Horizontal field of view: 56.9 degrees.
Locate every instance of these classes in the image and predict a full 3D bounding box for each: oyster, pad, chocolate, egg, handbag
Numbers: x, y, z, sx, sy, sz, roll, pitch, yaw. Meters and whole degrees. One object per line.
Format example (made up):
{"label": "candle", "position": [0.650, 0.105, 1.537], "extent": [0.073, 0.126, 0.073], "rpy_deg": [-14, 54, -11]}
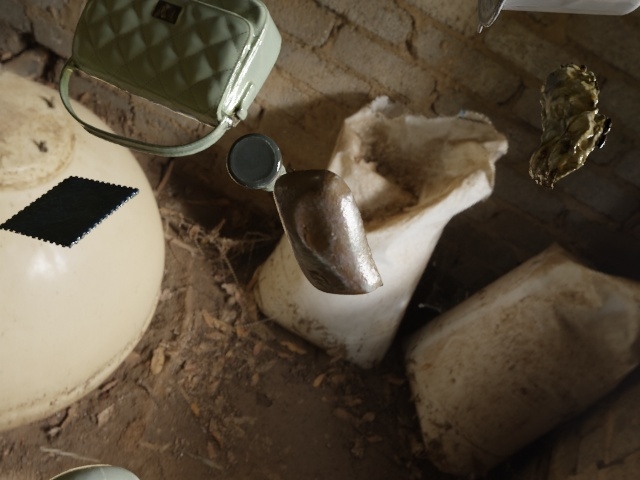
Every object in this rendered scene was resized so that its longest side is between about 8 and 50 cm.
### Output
{"label": "oyster", "position": [0.358, -0.192, 0.886], "extent": [0.078, 0.129, 0.345], "rpy_deg": [27, 42, -2]}
{"label": "pad", "position": [-0.652, -0.084, 1.540], "extent": [0.269, 0.012, 0.269], "rpy_deg": [11, 42, 23]}
{"label": "chocolate", "position": [0.000, 0.002, 1.047], "extent": [0.083, 0.161, 0.262], "rpy_deg": [-48, 125, -42]}
{"label": "egg", "position": [-0.401, 0.467, 1.018], "extent": [0.209, 0.151, 0.151], "rpy_deg": [14, 41, -40]}
{"label": "handbag", "position": [-0.190, -0.209, 0.700], "extent": [0.256, 0.079, 0.219], "rpy_deg": [25, 81, 17]}

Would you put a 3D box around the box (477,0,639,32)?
{"label": "box", "position": [0.342, -0.411, 0.778], "extent": [0.206, 0.263, 0.291], "rpy_deg": [6, 13, 1]}

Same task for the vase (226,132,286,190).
{"label": "vase", "position": [-0.198, -0.243, 1.978], "extent": [0.173, 0.173, 0.321], "rpy_deg": [34, 0, 4]}
